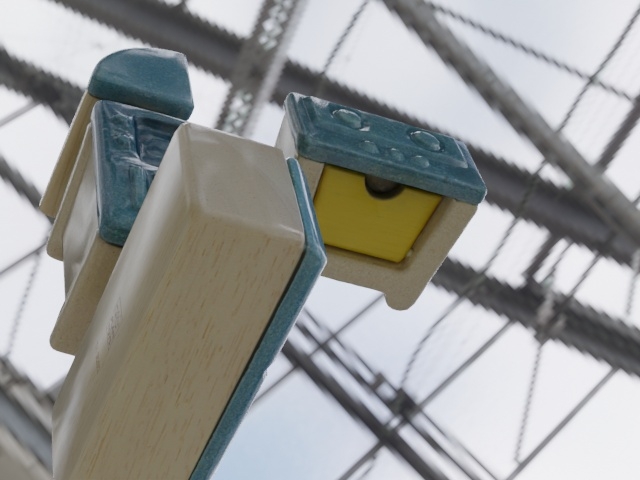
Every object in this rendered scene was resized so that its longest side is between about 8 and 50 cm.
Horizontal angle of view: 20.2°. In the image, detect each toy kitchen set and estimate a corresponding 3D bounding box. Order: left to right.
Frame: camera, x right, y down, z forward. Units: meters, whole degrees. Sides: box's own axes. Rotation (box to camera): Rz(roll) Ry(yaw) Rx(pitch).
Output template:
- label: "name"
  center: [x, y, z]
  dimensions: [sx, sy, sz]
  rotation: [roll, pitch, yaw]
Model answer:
- label: "toy kitchen set"
  center: [0.000, 0.000, 0.633]
  dimensions: [0.166, 0.207, 0.122]
  rotation: [15, -59, -20]
